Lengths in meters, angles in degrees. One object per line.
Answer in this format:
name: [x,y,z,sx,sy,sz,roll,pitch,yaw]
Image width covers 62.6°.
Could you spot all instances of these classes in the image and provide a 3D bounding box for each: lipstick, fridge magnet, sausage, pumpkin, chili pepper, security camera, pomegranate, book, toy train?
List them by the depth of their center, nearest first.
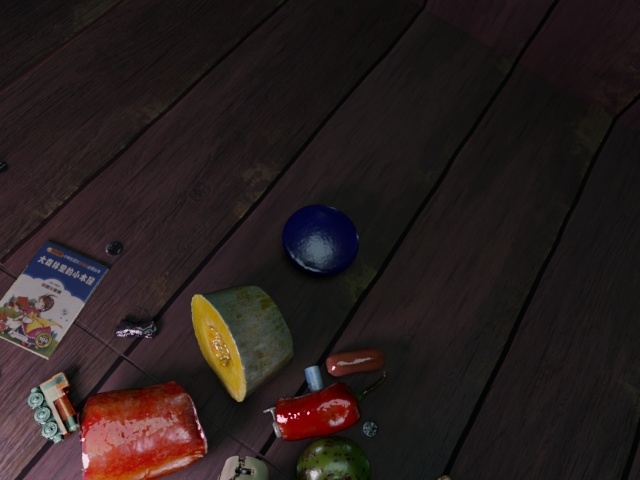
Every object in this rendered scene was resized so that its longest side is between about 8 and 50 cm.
pomegranate: [0.038,0.648,1.426,0.211,0.263,0.211,0,91,-4]
chili pepper: [-0.484,0.520,1.428,0.305,0.229,0.251,-8,63,-25]
toy train: [-0.735,0.469,1.468,0.118,0.074,0.176,-29,71,-25]
chili pepper: [0.046,0.477,1.502,0.338,0.131,0.134,-15,78,3]
pumpkin: [-0.221,0.276,1.527,0.199,0.332,0.332,-22,70,-33]
security camera: [-0.128,0.536,1.554,0.058,0.058,0.092,-19,76,-18]
lipstick: [-0.008,0.466,1.610,0.048,0.048,0.158,-10,68,-15]
book: [-0.839,0.174,1.618,0.228,0.018,0.322,24,63,1]
sausage: [0.114,0.382,1.659,0.194,0.077,0.077,-5,66,-11]
fridge magnet: [0.000,0.000,1.797,0.265,0.113,0.265,4,64,-8]

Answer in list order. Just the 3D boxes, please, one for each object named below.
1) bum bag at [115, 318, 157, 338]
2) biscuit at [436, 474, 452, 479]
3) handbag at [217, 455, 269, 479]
bum bag: [-0.563,0.271,1.611,0.124,0.034,0.058,3,78,-8]
biscuit: [0.366,0.786,1.536,0.133,0.027,0.184,16,65,-3]
handbag: [-0.219,0.730,1.254,0.160,0.237,0.358,12,22,-1]
